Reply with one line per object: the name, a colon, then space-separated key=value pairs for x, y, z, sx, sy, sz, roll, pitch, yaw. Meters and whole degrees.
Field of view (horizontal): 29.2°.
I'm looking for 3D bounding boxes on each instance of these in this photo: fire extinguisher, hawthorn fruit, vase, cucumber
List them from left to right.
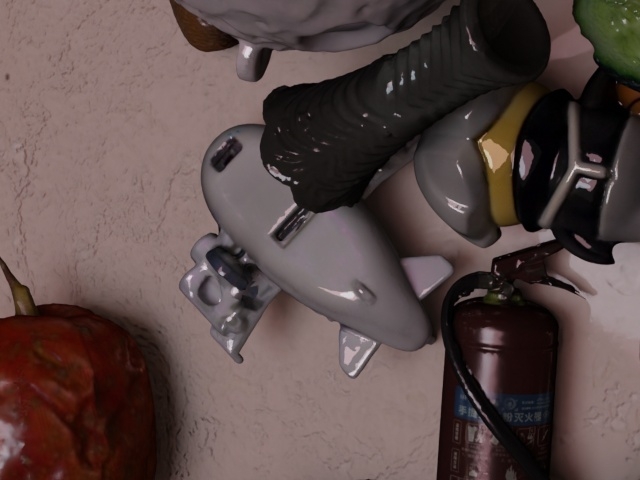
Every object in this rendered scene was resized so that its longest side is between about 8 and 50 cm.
hawthorn fruit: x=-0.275 y=0.187 z=1.181 sx=0.258 sy=0.258 sz=0.262 roll=30 pitch=94 yaw=23
vase: x=0.061 y=-0.107 z=0.907 sx=0.237 sy=0.115 sz=0.116 roll=-25 pitch=82 yaw=51
fire extinguisher: x=0.160 y=0.164 z=1.024 sx=0.141 sy=0.105 sz=0.342 roll=3 pitch=96 yaw=-11
cucumber: x=0.243 y=-0.171 z=0.892 sx=0.115 sy=0.193 sz=0.086 roll=7 pitch=133 yaw=15

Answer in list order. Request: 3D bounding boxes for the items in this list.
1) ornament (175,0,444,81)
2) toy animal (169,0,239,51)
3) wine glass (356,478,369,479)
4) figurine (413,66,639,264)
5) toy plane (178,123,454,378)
ornament: x=-0.006 y=-0.315 z=0.916 sx=0.337 sy=0.337 sz=0.337 roll=3 pitch=97 yaw=28
toy animal: x=-0.085 y=-0.265 z=1.123 sx=0.179 sy=0.089 sz=0.188 roll=12 pitch=102 yaw=13
wine glass: x=0.006 y=0.404 z=1.081 sx=0.190 sy=0.190 sz=0.357 roll=1 pitch=93 yaw=28
figurine: x=0.190 y=-0.071 z=0.962 sx=0.236 sy=0.133 sz=0.176 roll=12 pitch=91 yaw=24
toy plane: x=-0.002 y=-0.001 z=1.078 sx=0.266 sy=0.122 sz=0.267 roll=-2 pitch=81 yaw=15
